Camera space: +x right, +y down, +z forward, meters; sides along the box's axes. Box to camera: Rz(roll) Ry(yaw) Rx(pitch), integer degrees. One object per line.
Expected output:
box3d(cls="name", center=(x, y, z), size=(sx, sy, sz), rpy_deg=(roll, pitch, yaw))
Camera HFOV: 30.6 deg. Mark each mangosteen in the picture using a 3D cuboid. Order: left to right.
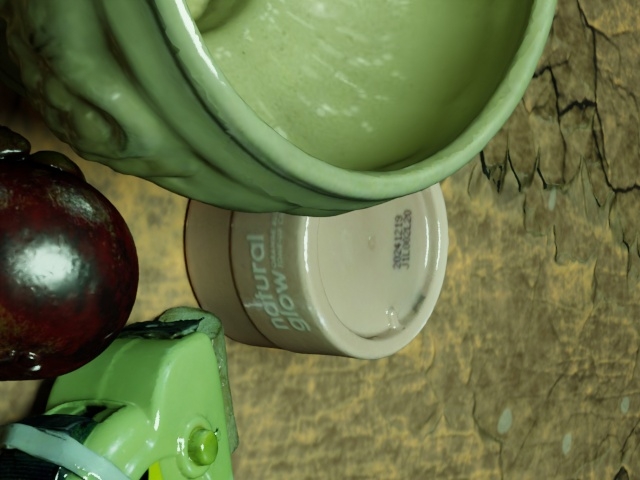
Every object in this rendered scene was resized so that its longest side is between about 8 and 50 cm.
box3d(cls="mangosteen", center=(-0.157, 0.002, 0.580), size=(0.140, 0.140, 0.140), rpy_deg=(-2, 93, -49))

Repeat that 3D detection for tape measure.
box3d(cls="tape measure", center=(-0.115, 0.162, 0.639), size=(0.175, 0.106, 0.199), rpy_deg=(-27, 114, -60))

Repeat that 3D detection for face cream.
box3d(cls="face cream", center=(0.000, 0.000, 0.761), size=(0.149, 0.104, 0.149), rpy_deg=(-3, 93, -49))

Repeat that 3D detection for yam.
box3d(cls="yam", center=(-0.076, 0.090, 0.724), size=(0.043, 0.043, 0.094), rpy_deg=(-17, 105, -47))

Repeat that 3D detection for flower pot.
box3d(cls="flower pot", center=(-0.054, -0.161, 0.582), size=(0.307, 0.244, 0.307), rpy_deg=(-7, 100, -44))
